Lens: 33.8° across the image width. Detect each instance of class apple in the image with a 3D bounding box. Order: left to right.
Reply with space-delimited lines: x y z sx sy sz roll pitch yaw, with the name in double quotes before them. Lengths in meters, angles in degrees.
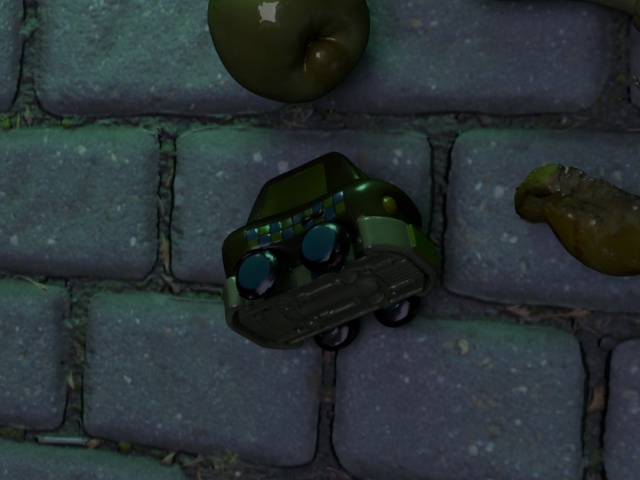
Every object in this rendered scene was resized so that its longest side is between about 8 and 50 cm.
"apple" -0.041 -0.259 1.235 0.200 0.200 0.200 0 89 24

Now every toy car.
"toy car" 0.000 0.000 1.230 0.247 0.204 0.198 -25 56 21

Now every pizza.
"pizza" 0.281 -0.014 1.081 0.188 0.204 0.081 19 87 17

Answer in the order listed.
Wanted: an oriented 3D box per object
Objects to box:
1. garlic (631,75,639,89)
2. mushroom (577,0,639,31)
"garlic" 0.386 -0.110 1.035 0.207 0.256 0.207 42 139 53
"mushroom" 0.267 -0.303 1.144 0.246 0.096 0.108 18 71 20
